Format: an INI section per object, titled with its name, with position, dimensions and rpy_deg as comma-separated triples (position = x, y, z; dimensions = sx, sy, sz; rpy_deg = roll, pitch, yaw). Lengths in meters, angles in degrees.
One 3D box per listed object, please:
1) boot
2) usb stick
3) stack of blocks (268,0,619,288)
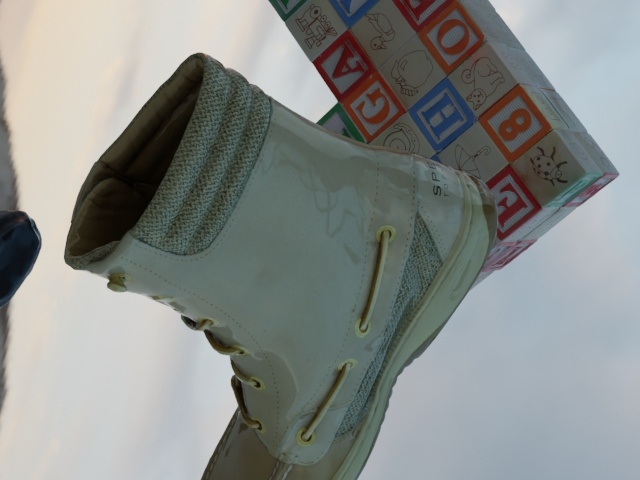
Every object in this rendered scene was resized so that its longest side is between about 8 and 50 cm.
[boot]
position = -0.050, 0.047, 0.651
dimensions = 0.262, 0.203, 0.095
rpy_deg = -57, -144, 15
[usb stick]
position = -0.285, 0.010, 0.814
dimensions = 0.278, 0.045, 0.077
rpy_deg = 2, -132, 41
[stack of blocks]
position = 0.076, -0.118, 1.004
dimensions = 0.171, 0.087, 0.297
rpy_deg = -40, -107, 25
